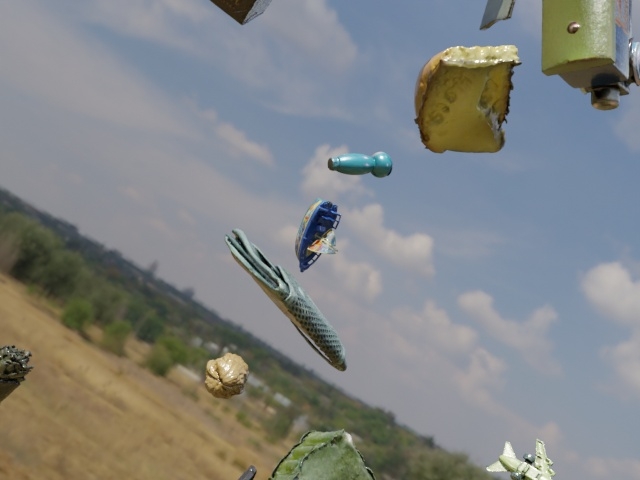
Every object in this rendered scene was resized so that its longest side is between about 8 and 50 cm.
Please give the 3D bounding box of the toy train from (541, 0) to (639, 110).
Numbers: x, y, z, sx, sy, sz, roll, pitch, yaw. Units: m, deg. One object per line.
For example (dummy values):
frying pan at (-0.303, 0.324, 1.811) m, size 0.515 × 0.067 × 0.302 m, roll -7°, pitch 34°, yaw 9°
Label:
toy train at (0.431, -0.364, 1.615) m, size 0.131 × 0.300 × 0.202 m, roll -5°, pitch -15°, yaw 33°

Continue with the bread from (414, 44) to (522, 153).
bread at (0.284, -0.303, 2.129) m, size 0.262 × 0.204 × 0.162 m, roll 96°, pitch -17°, yaw -45°

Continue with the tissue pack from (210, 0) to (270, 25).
tissue pack at (-0.272, -0.744, 2.665) m, size 0.370 × 0.198 × 0.210 m, roll 38°, pitch 33°, yaw -2°

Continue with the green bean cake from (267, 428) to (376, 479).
green bean cake at (-0.001, 0.520, 2.016) m, size 0.132 × 0.241 × 0.255 m, roll -11°, pitch -64°, yaw 50°

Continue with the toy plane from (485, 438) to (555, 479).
toy plane at (0.273, 0.306, 1.352) m, size 0.111 × 0.102 × 0.040 m, roll 27°, pitch -25°, yaw 32°

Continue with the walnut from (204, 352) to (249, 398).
walnut at (-0.168, 0.242, 1.868) m, size 0.082 × 0.079 × 0.096 m, roll 42°, pitch 12°, yaw 6°

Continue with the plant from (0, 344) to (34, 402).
plant at (-0.696, 0.292, 2.300) m, size 0.094 × 0.143 × 0.092 m, roll 23°, pitch 19°, yaw -52°

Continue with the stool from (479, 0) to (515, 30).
stool at (0.302, -0.621, 2.227) m, size 0.243 × 0.270 × 0.170 m, roll 15°, pitch 0°, yaw -12°

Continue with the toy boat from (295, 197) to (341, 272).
toy boat at (0.000, 0.000, 2.370) m, size 0.091 × 0.175 × 0.110 m, roll 16°, pitch 13°, yaw -48°

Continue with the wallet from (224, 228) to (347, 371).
wallet at (-0.063, 0.128, 2.251) m, size 0.237 × 0.075 × 0.342 m, roll 45°, pitch -7°, yaw 44°

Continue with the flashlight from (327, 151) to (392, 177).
flashlight at (0.077, -0.144, 1.990) m, size 0.129 × 0.051 × 0.051 m, roll -2°, pitch 7°, yaw -26°

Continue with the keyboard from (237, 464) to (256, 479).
keyboard at (-0.168, 0.479, 1.653) m, size 0.016 × 0.262 × 0.106 m, roll 27°, pitch 11°, yaw 10°
